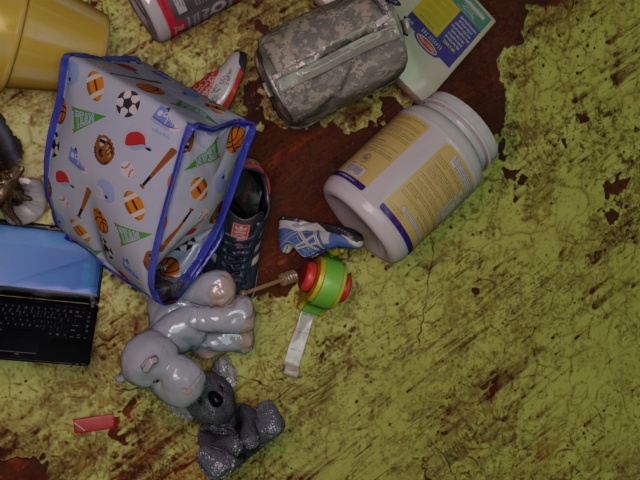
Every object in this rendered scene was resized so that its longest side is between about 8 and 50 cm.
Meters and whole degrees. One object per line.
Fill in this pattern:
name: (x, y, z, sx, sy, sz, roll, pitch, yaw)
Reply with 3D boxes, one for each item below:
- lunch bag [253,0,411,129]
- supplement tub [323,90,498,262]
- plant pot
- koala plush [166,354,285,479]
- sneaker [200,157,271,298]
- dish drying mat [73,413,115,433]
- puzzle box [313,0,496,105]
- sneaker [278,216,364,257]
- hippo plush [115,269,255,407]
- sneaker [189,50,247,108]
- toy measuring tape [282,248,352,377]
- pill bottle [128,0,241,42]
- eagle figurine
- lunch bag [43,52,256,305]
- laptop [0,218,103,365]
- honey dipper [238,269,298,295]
lunch bag: (0.024, -0.369, 1.479, 0.305, 0.256, 0.212, -26, 104, 0)
supplement tub: (0.196, -0.140, 1.572, 0.331, 0.241, 0.241, -43, 102, -9)
plant pot: (-0.542, -0.388, 1.378, 0.239, 0.254, 0.254, 13, 90, -31)
koala plush: (-0.216, 0.373, 1.546, 0.196, 0.203, 0.221, -35, 80, -19)
sneaker: (-0.178, -0.005, 1.529, 0.131, 0.148, 0.350, 5, 92, -15)
dish drying mat: (-0.482, 0.391, 1.543, 0.083, 0.008, 0.032, -5, 93, -14)
puzzle box: (0.173, -0.542, 1.642, 0.409, 0.052, 0.272, 43, 82, -13)
sneaker: (0.000, 0.000, 1.569, 0.080, 0.211, 0.081, 11, 88, -57)
hippo plush: (-0.278, 0.188, 1.430, 0.294, 0.234, 0.236, 42, 41, -16)
sneaker: (-0.265, -0.301, 1.521, 0.145, 0.090, 0.270, 24, 89, -17)
toy measuring tape: (-0.009, 0.152, 1.600, 0.121, 0.121, 0.330, 19, 88, -15)
pill bottle: (-0.235, -0.551, 1.471, 0.318, 0.176, 0.176, -32, 100, -11)
eagle figurine: (-0.684, -0.156, 1.388, 0.226, 0.298, 0.225, -26, 142, -45)
lunch bag: (-0.340, -0.112, 1.368, 0.328, 0.239, 0.385, 31, 113, 24)
laptop: (-0.561, 0.101, 1.440, 0.234, 0.264, 0.136, 7, 128, -14)
honey dipper: (-0.113, 0.098, 1.571, 0.160, 0.030, 0.030, -19, 99, -46)
